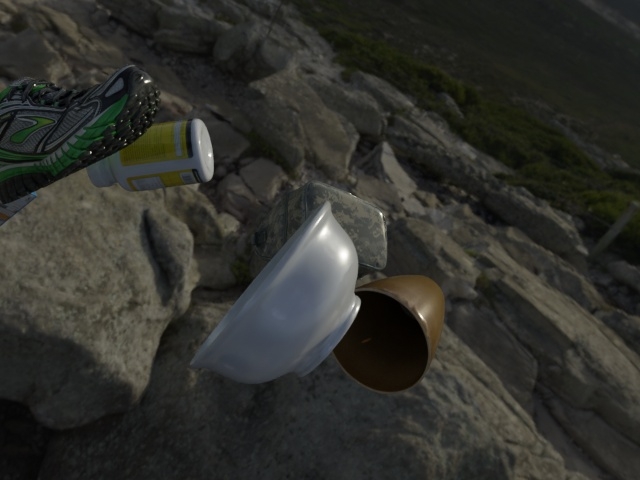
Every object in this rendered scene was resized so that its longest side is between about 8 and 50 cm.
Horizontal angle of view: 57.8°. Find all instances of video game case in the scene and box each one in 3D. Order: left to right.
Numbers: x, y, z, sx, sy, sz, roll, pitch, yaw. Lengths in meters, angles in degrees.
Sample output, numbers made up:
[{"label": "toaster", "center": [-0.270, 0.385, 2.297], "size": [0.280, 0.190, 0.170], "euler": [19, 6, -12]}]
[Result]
[{"label": "video game case", "center": [-0.714, -0.069, 1.241], "size": [0.015, 0.166, 0.119], "euler": [54, 4, 24]}]

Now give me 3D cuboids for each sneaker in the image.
[{"label": "sneaker", "center": [-0.361, -0.159, 0.780], "size": [0.146, 0.344, 0.134], "euler": [65, 31, -17]}]

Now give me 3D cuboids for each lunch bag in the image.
[{"label": "lunch bag", "center": [0.000, 0.000, 1.576], "size": [0.305, 0.256, 0.212], "euler": [16, 65, -36]}]

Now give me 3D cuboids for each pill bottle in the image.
[{"label": "pill bottle", "center": [-0.271, -0.133, 0.926], "size": [0.184, 0.103, 0.103], "euler": [-7, 40, 1]}]

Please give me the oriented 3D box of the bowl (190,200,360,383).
[{"label": "bowl", "center": [-0.037, 0.096, 0.819], "size": [0.134, 0.298, 0.298], "euler": [39, 32, -4]}]

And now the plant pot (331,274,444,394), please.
[{"label": "plant pot", "center": [0.178, 0.176, 1.290], "size": [0.237, 0.237, 0.254], "euler": [44, 34, 13]}]
